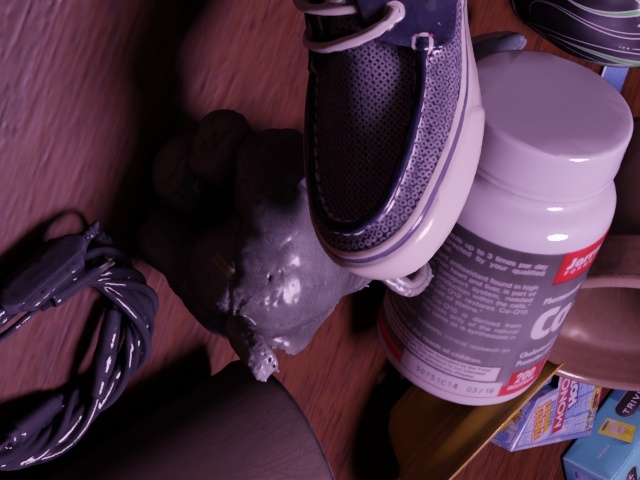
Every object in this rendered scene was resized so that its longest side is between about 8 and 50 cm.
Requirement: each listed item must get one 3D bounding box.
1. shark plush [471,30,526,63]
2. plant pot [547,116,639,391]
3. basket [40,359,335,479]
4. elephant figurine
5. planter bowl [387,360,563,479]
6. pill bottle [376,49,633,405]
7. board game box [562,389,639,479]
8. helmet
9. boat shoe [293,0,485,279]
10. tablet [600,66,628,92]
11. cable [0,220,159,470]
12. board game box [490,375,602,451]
[{"bbox_3d":[0.107,-0.133,1.015,0.161,0.067,0.073,-40,136,-30],"label":"shark plush"},{"bbox_3d":[0.323,0.003,1.220,0.263,0.263,0.229,47,46,-51],"label":"plant pot"},{"bbox_3d":[-0.118,0.219,0.861,0.227,0.154,0.204,-18,88,-38],"label":"basket"},{"bbox_3d":[0.000,0.000,0.870,0.239,0.169,0.186,15,92,-49],"label":"elephant figurine"},{"bbox_3d":[0.132,0.168,1.159,0.217,0.090,0.217,-43,166,-13],"label":"planter bowl"},{"bbox_3d":[0.153,-0.006,1.000,0.161,0.161,0.283,-31,149,-37],"label":"pill bottle"},{"bbox_3d":[0.478,0.274,1.672,0.336,0.079,0.254,-45,138,-25],"label":"board game box"},{"bbox_3d":[0.276,-0.237,1.086,0.169,0.161,0.169,-27,128,-40],"label":"helmet"},{"bbox_3d":[0.015,-0.157,0.707,0.158,0.127,0.340,26,63,-49],"label":"boat shoe"},{"bbox_3d":[0.323,-0.183,1.301,0.054,0.006,0.083,11,99,-52],"label":"tablet"},{"bbox_3d":[-0.189,0.082,0.798,0.184,0.047,0.150,-48,144,-27],"label":"cable"},{"bbox_3d":[0.259,0.159,1.363,0.194,0.060,0.194,-17,121,-46],"label":"board game box"}]
